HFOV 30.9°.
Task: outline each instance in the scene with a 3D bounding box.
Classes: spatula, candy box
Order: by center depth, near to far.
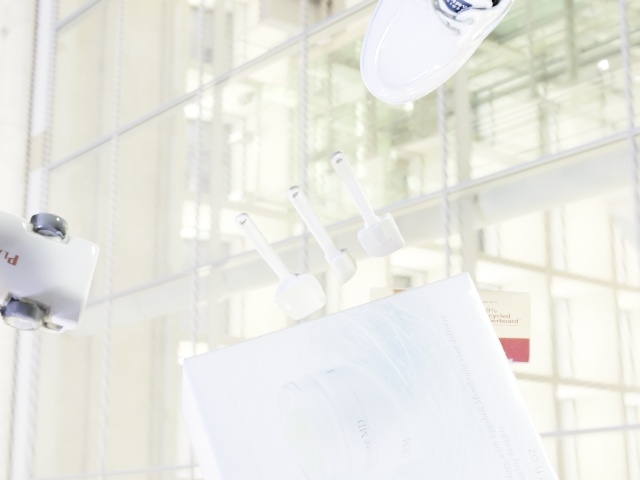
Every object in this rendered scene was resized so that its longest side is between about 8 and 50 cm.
[{"bbox_3d":[0.000,0.000,1.304,0.019,0.168,0.242,60,-178,32],"label":"spatula"},{"bbox_3d":[0.151,0.111,1.433,0.183,0.316,0.087,2,-97,3],"label":"candy box"}]

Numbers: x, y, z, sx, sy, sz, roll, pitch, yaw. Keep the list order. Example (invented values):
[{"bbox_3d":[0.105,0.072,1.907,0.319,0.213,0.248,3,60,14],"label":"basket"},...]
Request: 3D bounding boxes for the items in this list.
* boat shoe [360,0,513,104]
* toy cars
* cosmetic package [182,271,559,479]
[{"bbox_3d":[0.100,-0.188,0.841,0.083,0.226,0.076,35,-155,-3],"label":"boat shoe"},{"bbox_3d":[-0.370,0.051,0.918,0.393,0.087,0.176,-21,-101,-34],"label":"toy cars"},{"bbox_3d":[0.036,0.173,0.841,0.224,0.138,0.224,-17,-111,-12],"label":"cosmetic package"}]
